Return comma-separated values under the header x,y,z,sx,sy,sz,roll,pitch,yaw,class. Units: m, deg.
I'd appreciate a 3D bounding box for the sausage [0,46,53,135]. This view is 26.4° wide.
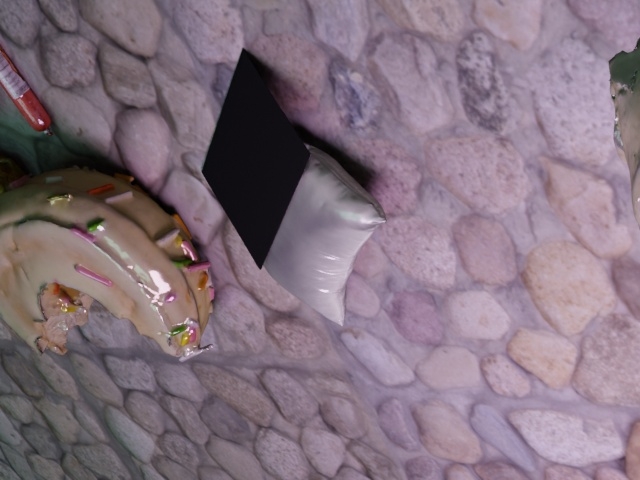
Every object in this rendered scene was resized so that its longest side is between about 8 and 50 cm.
x,y,z,sx,sy,sz,roll,pitch,yaw,class
-0.444,-0.246,1.870,0.034,0.034,0.253,-10,120,46,sausage

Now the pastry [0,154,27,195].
x,y,z,sx,sy,sz,roll,pitch,yaw,class
-0.552,-0.084,2.068,0.250,0.102,0.154,12,146,29,pastry

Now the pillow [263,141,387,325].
x,y,z,sx,sy,sz,roll,pitch,yaw,class
0.001,0.001,1.690,0.144,0.078,0.254,37,144,12,pillow

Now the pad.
x,y,z,sx,sy,sz,roll,pitch,yaw,class
-0.085,-0.095,1.671,0.170,0.006,0.245,57,149,23,pad

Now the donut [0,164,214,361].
x,y,z,sx,sy,sz,roll,pitch,yaw,class
-0.330,0.031,1.942,0.371,0.150,0.307,-3,126,37,donut

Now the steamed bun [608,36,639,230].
x,y,z,sx,sy,sz,roll,pitch,yaw,class
0.404,-0.028,1.176,0.394,0.237,0.346,28,142,15,steamed bun
